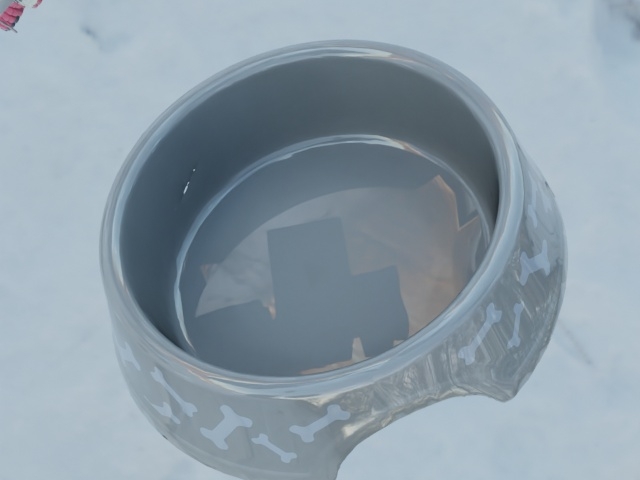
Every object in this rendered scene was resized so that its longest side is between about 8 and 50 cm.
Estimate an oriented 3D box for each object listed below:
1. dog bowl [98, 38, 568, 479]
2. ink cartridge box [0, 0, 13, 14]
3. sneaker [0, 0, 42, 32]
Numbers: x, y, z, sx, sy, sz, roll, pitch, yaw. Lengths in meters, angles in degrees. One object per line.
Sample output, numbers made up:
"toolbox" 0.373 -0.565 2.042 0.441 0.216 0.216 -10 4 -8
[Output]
"dog bowl" 0.000 0.000 1.134 0.348 0.349 0.102 -53 150 -21
"ink cartridge box" -0.248 -0.131 0.734 0.176 0.069 0.371 37 78 8
"sneaker" -0.351 -0.309 1.710 0.112 0.299 0.120 22 70 -22
